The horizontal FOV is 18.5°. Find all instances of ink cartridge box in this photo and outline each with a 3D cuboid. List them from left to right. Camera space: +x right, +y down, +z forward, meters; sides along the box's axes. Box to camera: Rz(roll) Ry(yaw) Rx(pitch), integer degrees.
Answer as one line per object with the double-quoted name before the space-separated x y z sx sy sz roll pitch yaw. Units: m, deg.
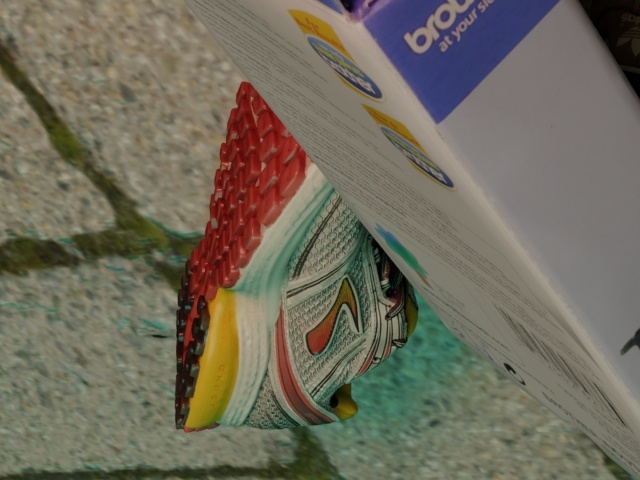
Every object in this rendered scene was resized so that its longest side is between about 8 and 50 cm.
"ink cartridge box" 0.035 -0.040 0.602 0.311 0.065 0.186 47 174 -37

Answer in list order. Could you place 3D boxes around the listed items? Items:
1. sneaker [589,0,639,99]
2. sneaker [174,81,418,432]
"sneaker" 0.115 -0.026 0.691 0.066 0.071 0.188 10 140 22
"sneaker" 0.000 0.000 0.806 0.092 0.088 0.225 6 143 -12
